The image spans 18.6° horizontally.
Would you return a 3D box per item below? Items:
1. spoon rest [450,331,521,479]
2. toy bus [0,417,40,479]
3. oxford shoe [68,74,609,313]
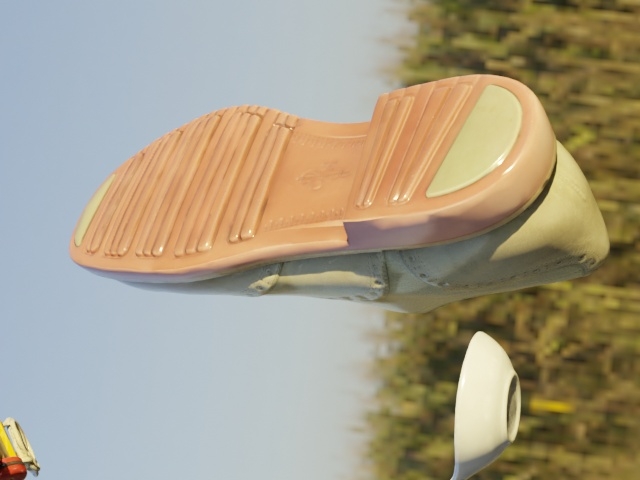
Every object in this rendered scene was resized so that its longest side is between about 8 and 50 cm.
[{"bbox_3d":[0.163,0.214,1.977,0.137,0.084,0.276,-67,-28,-48],"label":"spoon rest"},{"bbox_3d":[-0.257,0.111,1.206,0.202,0.104,0.191,65,175,-19],"label":"toy bus"},{"bbox_3d":[0.000,0.000,1.274,0.146,0.397,0.140,47,-125,-37],"label":"oxford shoe"}]
